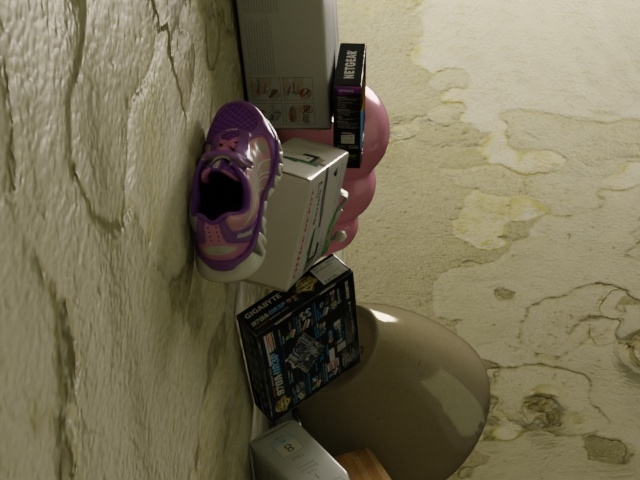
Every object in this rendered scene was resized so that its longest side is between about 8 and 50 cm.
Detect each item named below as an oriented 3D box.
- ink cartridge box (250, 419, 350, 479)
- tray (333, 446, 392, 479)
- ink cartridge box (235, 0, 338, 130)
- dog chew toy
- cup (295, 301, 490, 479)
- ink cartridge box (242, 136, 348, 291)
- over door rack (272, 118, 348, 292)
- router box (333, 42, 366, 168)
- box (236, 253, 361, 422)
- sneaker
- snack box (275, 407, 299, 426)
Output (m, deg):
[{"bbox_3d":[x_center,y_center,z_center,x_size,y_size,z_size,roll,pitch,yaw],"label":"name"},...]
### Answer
[{"bbox_3d":[0.045,0.484,1.587,0.385,0.091,0.308,36,-40,44],"label":"ink cartridge box"},{"bbox_3d":[0.117,0.485,1.548,0.411,0.076,0.203,-135,-147,-63],"label":"tray"},{"bbox_3d":[-0.045,-0.366,1.658,0.272,0.130,0.309,-84,172,-50],"label":"ink cartridge box"},{"bbox_3d":[0.012,-0.123,1.975,0.206,0.206,0.332,-82,178,-60],"label":"dog chew toy"},{"bbox_3d":[0.083,0.235,1.835,0.237,0.331,0.331,46,35,-41],"label":"cup"},{"bbox_3d":[-0.043,-0.039,1.500,0.219,0.092,0.160,-46,150,-70],"label":"ink cartridge box"},{"bbox_3d":[0.000,0.000,1.777,0.239,0.108,0.324,-84,-169,-59],"label":"over door rack"},{"bbox_3d":[0.045,-0.208,1.686,0.179,0.046,0.133,-83,173,-59],"label":"router box"},{"bbox_3d":[-0.026,0.145,1.612,0.051,0.175,0.220,41,-26,34],"label":"box"},{"bbox_3d":[-0.101,-0.074,1.246,0.104,0.095,0.236,69,20,-53],"label":"sneaker"},{"bbox_3d":[-0.059,0.274,1.912,0.141,0.037,0.100,82,7,-48],"label":"snack box"}]
